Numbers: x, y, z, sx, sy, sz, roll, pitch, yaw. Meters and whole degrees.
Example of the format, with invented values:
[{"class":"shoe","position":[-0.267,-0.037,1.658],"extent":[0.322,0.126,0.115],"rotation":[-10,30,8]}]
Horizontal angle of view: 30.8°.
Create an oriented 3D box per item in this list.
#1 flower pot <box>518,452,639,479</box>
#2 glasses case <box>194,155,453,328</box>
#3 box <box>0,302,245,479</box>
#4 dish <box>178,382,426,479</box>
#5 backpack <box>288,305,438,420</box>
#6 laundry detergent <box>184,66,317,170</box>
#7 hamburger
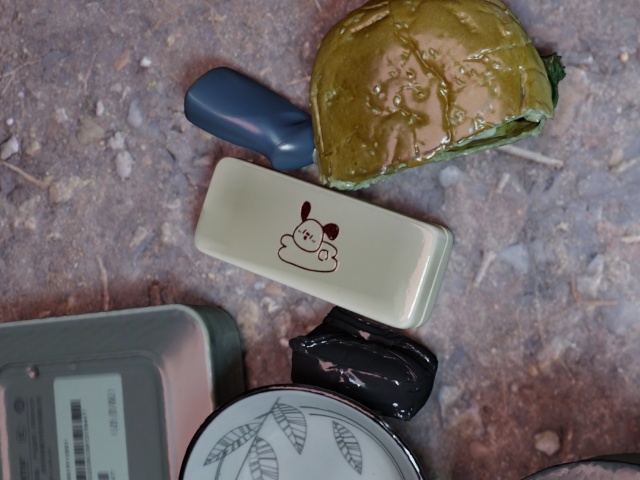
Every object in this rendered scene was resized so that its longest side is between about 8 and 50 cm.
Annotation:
[{"class":"flower pot","position":[0.306,0.340,1.134],"extent":[0.293,0.330,0.294],"rotation":[-1,88,22]},{"class":"glasses case","position":[0.000,0.000,1.427],"extent":[0.313,0.070,0.131],"rotation":[20,96,23]},{"class":"box","position":[-0.282,0.290,1.519],"extent":[0.396,0.111,0.396],"rotation":[-8,84,24]},{"class":"dish","position":[-0.007,0.305,1.355],"extent":[0.316,0.106,0.316],"rotation":[3,102,17]},{"class":"backpack","position":[0.052,0.156,1.376],"extent":[0.165,0.120,0.106],"rotation":[23,118,23]},{"class":"laundry detergent","position":[-0.067,-0.146,1.458],"extent":[0.206,0.096,0.061],"rotation":[29,136,19]},{"class":"hamburger","position":[0.118,-0.188,1.342],"extent":[0.309,0.132,0.211],"rotation":[-18,83,18]}]
